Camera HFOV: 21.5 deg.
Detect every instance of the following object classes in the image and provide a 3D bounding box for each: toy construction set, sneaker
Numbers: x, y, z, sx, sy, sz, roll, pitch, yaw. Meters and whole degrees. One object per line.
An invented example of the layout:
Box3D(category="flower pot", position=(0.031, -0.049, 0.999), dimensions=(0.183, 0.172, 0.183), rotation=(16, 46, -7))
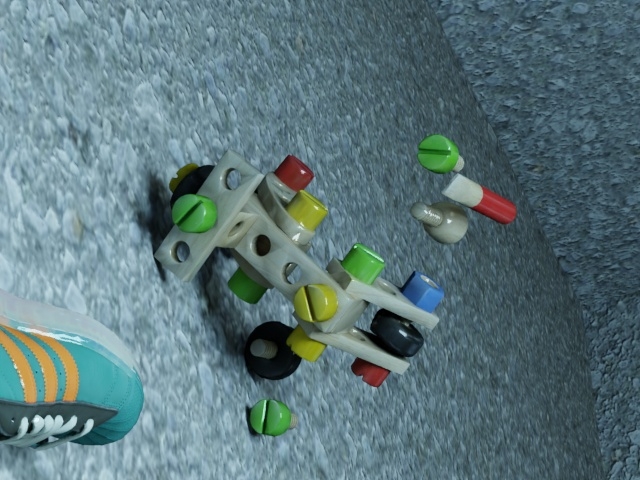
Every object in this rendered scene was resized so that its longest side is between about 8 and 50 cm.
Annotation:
Box3D(category="toy construction set", position=(0.000, 0.000, 1.550), dimensions=(0.237, 0.309, 0.257), rotation=(22, 45, -62))
Box3D(category="sneaker", position=(-0.220, 0.097, 1.082), dimensions=(0.302, 0.108, 0.121), rotation=(35, 41, -50))
